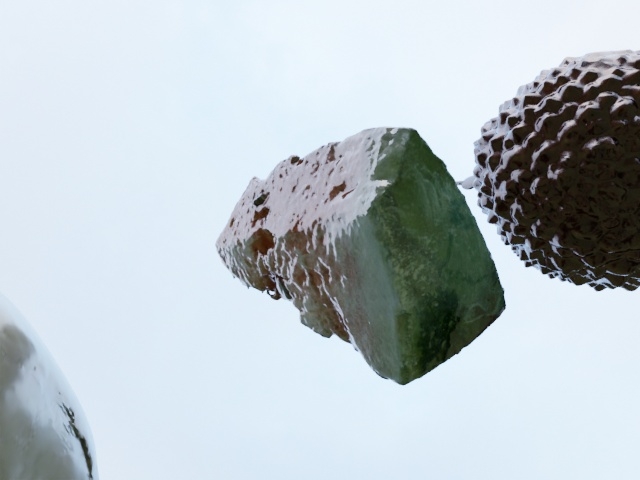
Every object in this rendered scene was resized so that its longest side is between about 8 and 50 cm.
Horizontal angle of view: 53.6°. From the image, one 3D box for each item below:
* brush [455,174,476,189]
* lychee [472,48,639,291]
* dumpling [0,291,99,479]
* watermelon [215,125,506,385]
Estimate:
[{"bbox_3d":[0.203,-0.082,0.907,0.008,0.083,0.024,30,-99,-21],"label":"brush"},{"bbox_3d":[0.311,-0.074,0.691,0.300,0.264,0.264,-20,-60,-25],"label":"lychee"},{"bbox_3d":[-0.269,0.151,0.300,0.233,0.315,0.395,10,-43,38],"label":"dumpling"},{"bbox_3d":[0.000,0.000,0.478,0.094,0.241,0.154,-35,-65,-31],"label":"watermelon"}]
